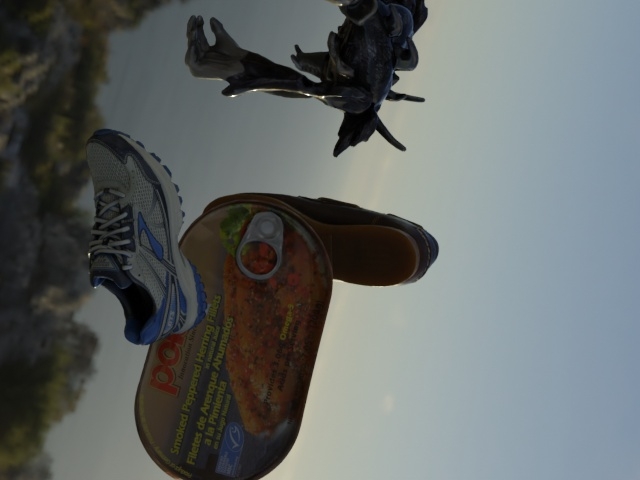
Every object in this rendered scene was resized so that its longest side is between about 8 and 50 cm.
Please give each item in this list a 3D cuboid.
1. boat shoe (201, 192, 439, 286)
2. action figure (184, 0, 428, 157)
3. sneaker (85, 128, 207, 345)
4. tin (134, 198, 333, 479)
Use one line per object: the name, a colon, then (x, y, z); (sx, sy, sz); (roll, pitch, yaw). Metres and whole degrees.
boat shoe: (0.000, 0.000, 1.231); (0.073, 0.207, 0.073); (-25, 126, -64)
action figure: (-0.008, -0.173, 0.977); (0.164, 0.141, 0.275); (-60, 150, -25)
sneaker: (-0.111, 0.001, 0.834); (0.058, 0.052, 0.135); (-35, 112, -41)
tin: (-0.057, 0.066, 0.911); (0.040, 0.106, 0.189); (142, -35, -68)
